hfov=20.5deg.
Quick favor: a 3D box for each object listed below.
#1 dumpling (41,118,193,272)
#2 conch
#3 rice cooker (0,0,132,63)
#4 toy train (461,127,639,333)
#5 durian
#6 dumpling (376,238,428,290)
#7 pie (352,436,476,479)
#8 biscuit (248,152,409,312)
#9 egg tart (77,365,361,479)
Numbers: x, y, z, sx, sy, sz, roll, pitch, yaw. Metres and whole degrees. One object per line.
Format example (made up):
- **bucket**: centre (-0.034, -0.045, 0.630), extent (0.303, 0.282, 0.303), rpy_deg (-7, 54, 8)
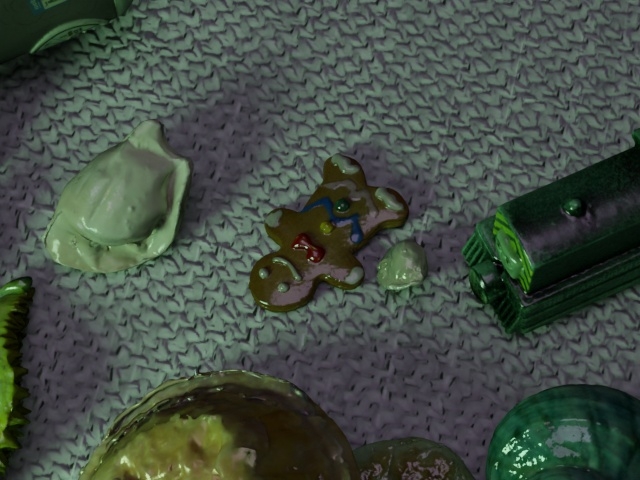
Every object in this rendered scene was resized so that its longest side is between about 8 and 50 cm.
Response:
- **dumpling**: centre (-0.220, -0.040, 1.992), extent (0.136, 0.118, 0.199), rpy_deg (38, 101, 2)
- **conch**: centre (0.269, 0.242, 1.834), extent (0.196, 0.134, 0.202), rpy_deg (24, 69, 13)
- **rice cooker**: centre (-0.374, -0.344, 2.037), extent (0.277, 0.288, 0.288), rpy_deg (-23, 68, -9)
- **toy train**: centre (0.314, -0.030, 1.927), extent (0.330, 0.178, 0.138), rpy_deg (-24, 68, -9)
- **durian**: centre (-0.370, 0.198, 1.897), extent (0.132, 0.106, 0.375), rpy_deg (8, 63, 6)
- **dumpling**: centre (0.090, 0.026, 1.978), extent (0.057, 0.052, 0.076), rpy_deg (-11, 66, -4)
- **pie**: centre (0.067, 0.318, 1.850), extent (0.241, 0.054, 0.240), rpy_deg (0, 70, 1)
- **biscuit**: centre (0.000, 0.000, 2.005), extent (0.138, 0.031, 0.205), rpy_deg (40, 76, 20)
- **egg tart**: centre (-0.126, 0.287, 1.796), extent (0.352, 0.150, 0.352), rpy_deg (-8, 66, 19)
